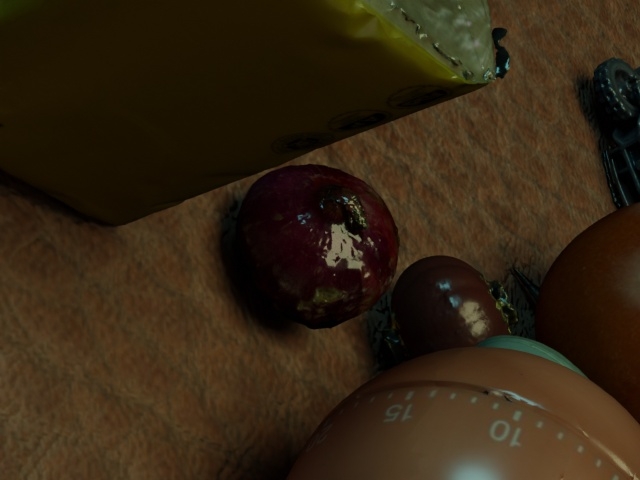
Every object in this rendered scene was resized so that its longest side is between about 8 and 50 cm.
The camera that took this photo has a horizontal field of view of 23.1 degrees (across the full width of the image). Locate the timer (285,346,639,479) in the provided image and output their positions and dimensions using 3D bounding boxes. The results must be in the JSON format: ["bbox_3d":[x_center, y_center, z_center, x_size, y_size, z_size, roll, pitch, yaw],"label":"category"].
[{"bbox_3d":[0.084,0.179,0.859,0.230,0.229,0.215,55,44,-18],"label":"timer"}]

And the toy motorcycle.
[{"bbox_3d":[0.318,-0.070,1.447,0.118,0.084,0.212,-6,72,-46],"label":"toy motorcycle"}]

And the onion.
[{"bbox_3d":[0.000,0.000,0.965,0.107,0.097,0.107,18,51,-24],"label":"onion"}]

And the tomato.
[{"bbox_3d":[0.278,0.094,1.181,0.256,0.224,0.256,49,24,-31],"label":"tomato"}]

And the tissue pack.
[{"bbox_3d":[-0.071,-0.117,0.779,0.192,0.271,0.134,29,54,-41],"label":"tissue pack"}]

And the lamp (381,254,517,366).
[{"bbox_3d":[0.087,0.058,1.053,0.101,0.090,0.101,64,-2,4],"label":"lamp"}]

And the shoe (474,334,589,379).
[{"bbox_3d":[0.155,0.130,1.022,0.100,0.103,0.251,-53,149,-29],"label":"shoe"}]
